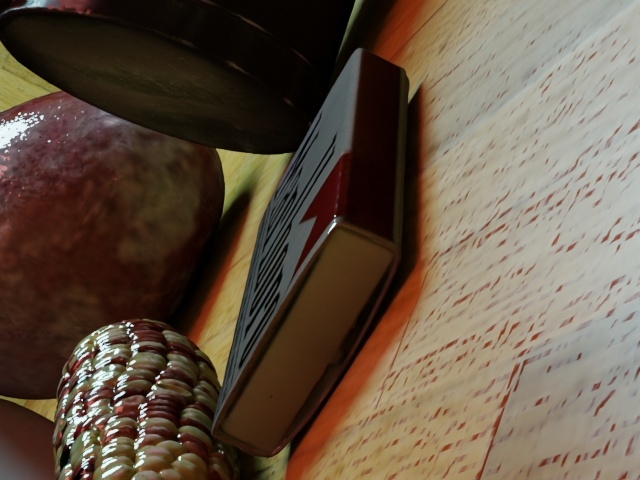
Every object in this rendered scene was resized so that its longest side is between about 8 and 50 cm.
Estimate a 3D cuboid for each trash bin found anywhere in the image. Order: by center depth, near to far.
[{"bbox_3d":[-0.056,-0.230,0.994,0.203,0.252,0.301,157,133,-72],"label":"trash bin"}]

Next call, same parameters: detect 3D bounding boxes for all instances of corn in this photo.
[{"bbox_3d":[-0.075,0.098,0.707,0.086,0.086,0.253,-63,13,6],"label":"corn"}]

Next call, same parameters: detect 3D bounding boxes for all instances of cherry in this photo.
[{"bbox_3d":[-0.196,0.004,1.171,0.285,0.213,0.236,-45,20,29],"label":"cherry"}]

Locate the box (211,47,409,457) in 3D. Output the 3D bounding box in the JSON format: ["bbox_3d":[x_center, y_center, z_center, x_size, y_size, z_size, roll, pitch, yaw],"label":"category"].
[{"bbox_3d":[0.000,0.000,0.704,0.115,0.036,0.177,-58,11,27],"label":"box"}]

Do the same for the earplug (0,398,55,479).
[{"bbox_3d":[-0.274,0.271,1.120,0.172,0.172,0.301,-84,16,-63],"label":"earplug"}]
